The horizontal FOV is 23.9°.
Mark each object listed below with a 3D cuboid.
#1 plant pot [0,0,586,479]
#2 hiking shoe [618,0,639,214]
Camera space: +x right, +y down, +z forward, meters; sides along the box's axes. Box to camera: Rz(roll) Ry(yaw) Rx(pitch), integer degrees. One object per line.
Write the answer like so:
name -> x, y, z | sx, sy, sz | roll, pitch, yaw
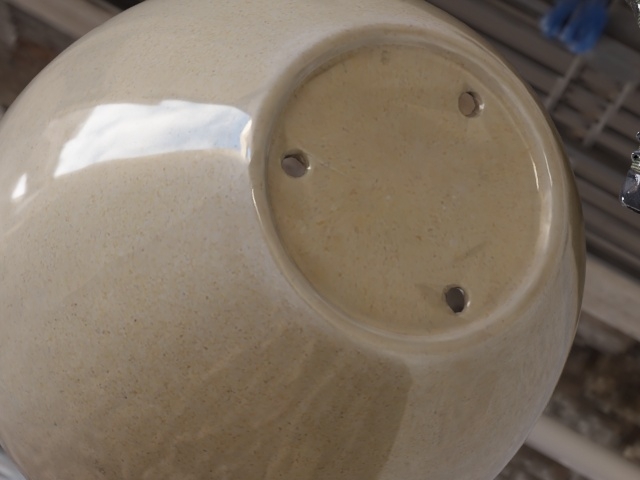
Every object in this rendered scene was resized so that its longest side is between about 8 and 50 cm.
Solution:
plant pot -> 0.000, 0.000, 0.642 | 0.284, 0.284, 0.191 | -60, 11, -23
hiking shoe -> 0.228, -0.068, 0.926 | 0.114, 0.226, 0.086 | -27, -9, -4
